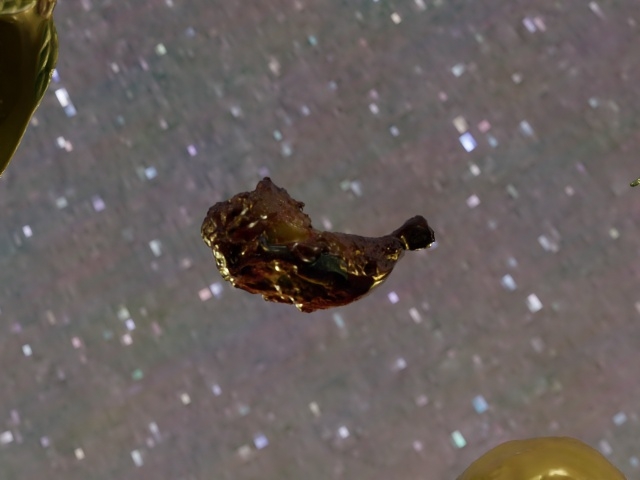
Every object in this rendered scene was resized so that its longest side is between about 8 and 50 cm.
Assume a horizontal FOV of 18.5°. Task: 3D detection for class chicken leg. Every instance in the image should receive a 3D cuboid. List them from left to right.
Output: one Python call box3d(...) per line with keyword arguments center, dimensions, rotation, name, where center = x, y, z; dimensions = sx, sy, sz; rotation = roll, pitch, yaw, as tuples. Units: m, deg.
box3d(center=(0.000, 0.005, 0.958), dimensions=(0.145, 0.062, 0.037), rotation=(14, -22, -39), name="chicken leg")

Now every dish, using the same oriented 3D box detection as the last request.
box3d(center=(-0.249, -0.089, 1.205), dimensions=(0.208, 0.080, 0.149), rotation=(-55, -25, -16), name="dish")

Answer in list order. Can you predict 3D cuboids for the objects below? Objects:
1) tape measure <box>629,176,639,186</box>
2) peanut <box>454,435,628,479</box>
box3d(center=(0.226, -0.109, 1.085), dimensions=(0.164, 0.084, 0.330), rotation=(8, -15, -21), name="tape measure")
box3d(center=(0.044, 0.213, 1.105), dimensions=(0.319, 0.147, 0.147), rotation=(-39, -43, 27), name="peanut")
